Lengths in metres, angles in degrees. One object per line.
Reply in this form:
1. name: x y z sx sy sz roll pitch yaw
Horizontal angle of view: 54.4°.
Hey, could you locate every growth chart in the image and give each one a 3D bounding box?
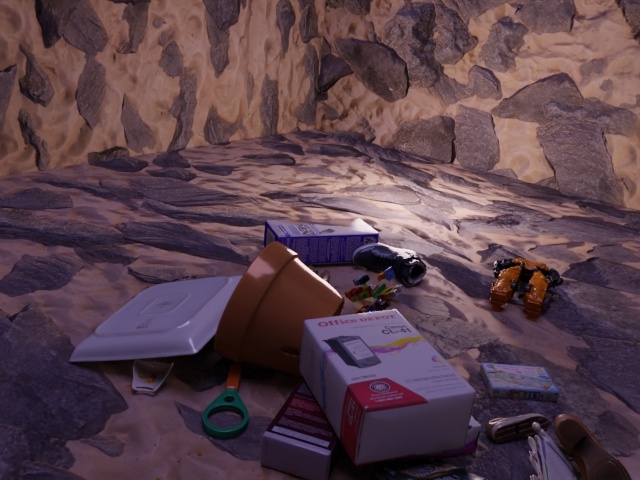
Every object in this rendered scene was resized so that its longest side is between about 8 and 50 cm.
1. growth chart: 0.404 0.419 1.063 0.172 0.021 0.237 51 27 -6

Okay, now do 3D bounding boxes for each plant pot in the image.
1. plant pot: -0.078 0.173 1.411 0.204 0.290 0.291 27 26 9

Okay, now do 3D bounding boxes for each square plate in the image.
1. square plate: -0.357 0.169 1.462 0.348 0.049 0.344 -8 19 23

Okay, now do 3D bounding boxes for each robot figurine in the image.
1. robot figurine: 0.613 0.135 1.887 0.211 0.084 0.291 15 24 23

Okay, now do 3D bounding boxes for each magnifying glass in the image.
1. magnifying glass: -0.189 0.330 1.295 0.092 0.026 0.231 4 23 -2

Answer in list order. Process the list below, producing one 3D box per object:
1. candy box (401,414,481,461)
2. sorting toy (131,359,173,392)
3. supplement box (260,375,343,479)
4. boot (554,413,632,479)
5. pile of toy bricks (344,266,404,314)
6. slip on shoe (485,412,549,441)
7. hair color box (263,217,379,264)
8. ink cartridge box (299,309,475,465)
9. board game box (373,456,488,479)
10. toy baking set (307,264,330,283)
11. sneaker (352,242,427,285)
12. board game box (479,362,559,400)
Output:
1. candy box: 0.201 0.343 1.281 0.159 0.071 0.233 -1 22 -15
2. sorting toy: -0.364 0.293 1.325 0.084 0.044 0.075 7 29 3
3. supplement box: -0.009 0.352 1.209 0.131 0.073 0.239 12 23 16
4. boot: 0.516 0.413 1.171 0.197 0.073 0.152 61 10 21
5. pile of toy bricks: 0.127 0.150 1.740 0.105 0.118 0.212 -19 10 44
6. slip on shoe: 0.402 0.379 1.275 0.136 0.051 0.041 -8 13 -17
7. hair color box: 0.000 0.000 2.051 0.339 0.109 0.185 -1 18 -19
8. ink cartridge box: 0.112 0.264 1.187 0.226 0.131 0.306 -4 25 -22
9. board game box: 0.181 0.407 1.056 0.126 0.026 0.186 -4 -6 -17
10. toy baking set: -0.072 0.122 1.842 0.197 0.030 0.256 0 15 3
11. sneaker: 0.221 0.074 1.947 0.227 0.086 0.163 3 19 -7
12. board game box: 0.458 0.327 1.442 0.154 0.026 0.103 4 22 -2
